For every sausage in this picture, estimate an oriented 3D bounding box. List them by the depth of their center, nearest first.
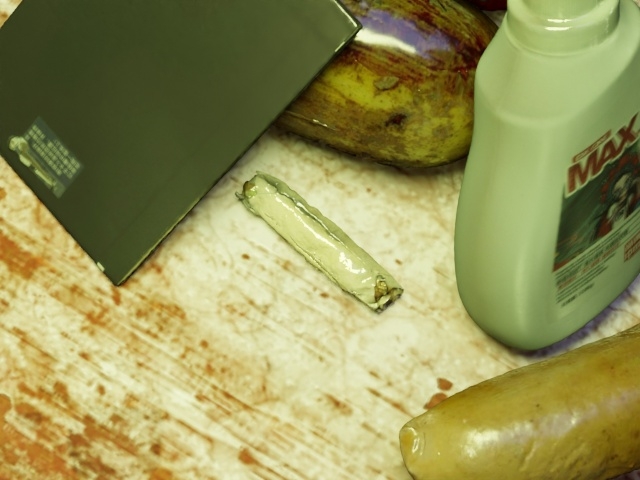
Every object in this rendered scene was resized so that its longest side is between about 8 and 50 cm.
[{"bbox_3d":[0.309,0.131,1.173,0.501,0.123,0.136,-23,75,-17],"label":"sausage"}]

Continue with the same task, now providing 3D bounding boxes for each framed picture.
[{"bbox_3d":[-0.159,-0.161,1.132,0.255,0.014,0.338,47,109,8],"label":"framed picture"}]

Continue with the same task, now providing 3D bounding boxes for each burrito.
[{"bbox_3d":[0.000,0.000,1.207,0.185,0.041,0.045,42,110,5],"label":"burrito"}]

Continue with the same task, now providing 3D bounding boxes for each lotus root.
[{"bbox_3d":[0.027,-0.187,1.193,0.398,0.179,0.196,22,37,0],"label":"lotus root"}]

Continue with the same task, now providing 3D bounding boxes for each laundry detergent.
[{"bbox_3d":[0.221,-0.101,1.089,0.264,0.397,0.125,-37,53,-19],"label":"laundry detergent"}]

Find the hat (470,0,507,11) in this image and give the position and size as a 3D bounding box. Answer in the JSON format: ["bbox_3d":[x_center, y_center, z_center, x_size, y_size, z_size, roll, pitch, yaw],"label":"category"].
[{"bbox_3d":[0.139,-0.394,1.297,0.274,0.242,0.332,-31,111,-37],"label":"hat"}]
